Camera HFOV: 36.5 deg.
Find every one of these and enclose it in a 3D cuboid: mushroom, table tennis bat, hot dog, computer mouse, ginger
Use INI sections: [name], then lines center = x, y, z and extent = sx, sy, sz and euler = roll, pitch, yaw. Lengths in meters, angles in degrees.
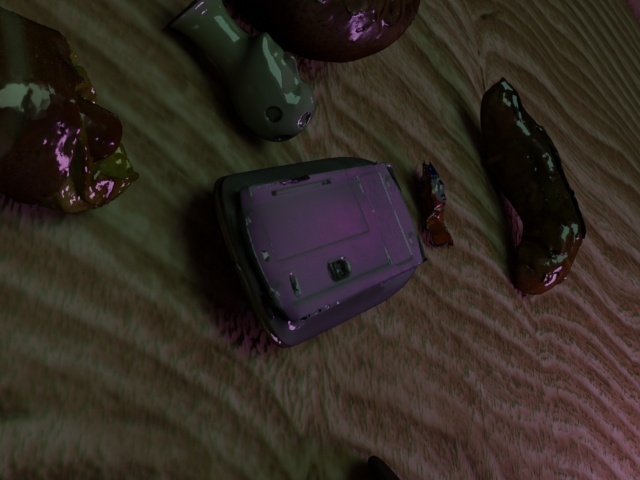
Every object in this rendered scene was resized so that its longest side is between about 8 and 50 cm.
[mushroom]
center = -0.004, -0.330, 1.034
extent = 0.297, 0.163, 0.278
euler = 43, 37, -32
[table tennis bat]
center = 0.032, 0.256, 0.828
extent = 0.107, 0.119, 0.170
euler = 50, -1, 24
[hot dog]
center = -0.202, -0.092, 0.615
extent = 0.261, 0.093, 0.123
euler = 18, 54, -52
[computer mouse]
center = 0.000, 0.000, 0.893
extent = 0.310, 0.072, 0.158
euler = -18, 86, -60
[ginger]
center = 0.303, -0.072, 1.403
extent = 0.133, 0.107, 0.309
euler = 3, 66, -32

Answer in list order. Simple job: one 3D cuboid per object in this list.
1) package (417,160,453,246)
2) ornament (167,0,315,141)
[package]
center = 0.139, -0.044, 1.190
extent = 0.077, 0.033, 0.110
euler = -14, 95, -83
[ornament]
center = -0.065, -0.162, 0.901
extent = 0.156, 0.081, 0.075
euler = 50, 29, -17
